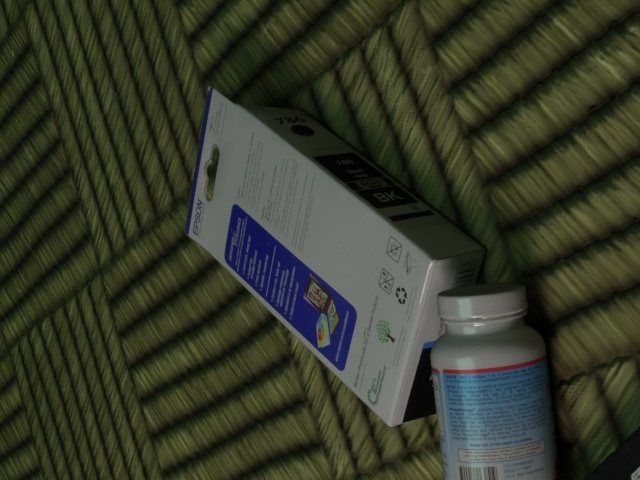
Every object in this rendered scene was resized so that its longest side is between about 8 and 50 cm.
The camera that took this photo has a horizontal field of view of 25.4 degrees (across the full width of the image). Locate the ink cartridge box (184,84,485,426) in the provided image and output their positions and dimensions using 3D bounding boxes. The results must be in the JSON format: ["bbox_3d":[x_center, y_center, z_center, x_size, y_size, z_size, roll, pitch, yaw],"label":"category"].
[{"bbox_3d":[0.000,0.000,1.236,0.333,0.065,0.165,41,130,40],"label":"ink cartridge box"}]

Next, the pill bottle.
[{"bbox_3d":[0.129,0.115,1.062,0.087,0.087,0.160,0,98,55],"label":"pill bottle"}]

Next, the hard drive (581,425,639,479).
[{"bbox_3d":[0.224,0.235,0.893,0.339,0.064,0.237,123,157,-44],"label":"hard drive"}]
